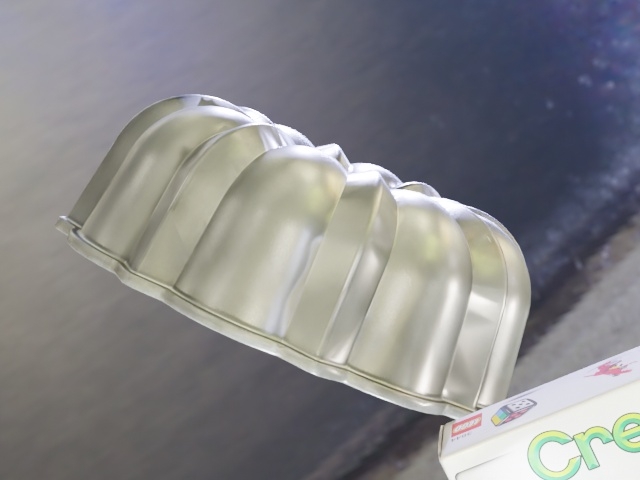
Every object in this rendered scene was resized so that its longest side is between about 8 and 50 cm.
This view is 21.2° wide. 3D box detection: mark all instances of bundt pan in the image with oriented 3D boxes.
[{"bbox_3d":[0.000,0.000,1.145,0.124,0.331,0.331,-66,28,5],"label":"bundt pan"}]

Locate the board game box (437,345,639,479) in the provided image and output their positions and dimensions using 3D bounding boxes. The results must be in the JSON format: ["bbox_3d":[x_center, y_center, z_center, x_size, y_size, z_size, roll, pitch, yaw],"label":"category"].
[{"bbox_3d":[0.239,0.129,0.884,0.305,0.193,0.053,-24,14,14],"label":"board game box"}]
